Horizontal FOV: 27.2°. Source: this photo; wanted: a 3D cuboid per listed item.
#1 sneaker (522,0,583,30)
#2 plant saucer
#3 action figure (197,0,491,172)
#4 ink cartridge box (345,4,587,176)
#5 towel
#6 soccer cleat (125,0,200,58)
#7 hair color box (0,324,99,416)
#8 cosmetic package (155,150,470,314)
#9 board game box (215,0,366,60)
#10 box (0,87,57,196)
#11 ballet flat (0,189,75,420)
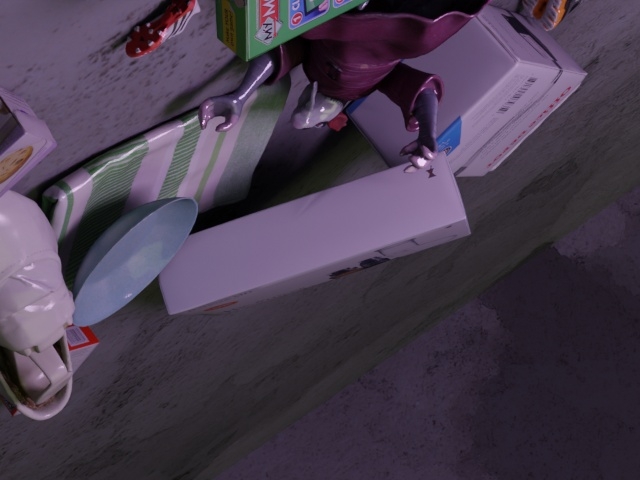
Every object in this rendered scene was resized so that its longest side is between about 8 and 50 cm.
[{"bbox_3d":[0.338,-0.364,1.769,0.083,0.084,0.215,-36,174,-18],"label":"sneaker"},{"bbox_3d":[-0.219,0.014,1.482,0.195,0.037,0.195,-46,168,-12],"label":"plant saucer"},{"bbox_3d":[0.031,-0.226,1.382,0.370,0.248,0.276,130,-25,-69],"label":"action figure"},{"bbox_3d":[0.208,-0.203,1.823,0.223,0.129,0.307,-45,163,22],"label":"ink cartridge box"},{"bbox_3d":[-0.188,-0.057,1.517,0.325,0.038,0.248,-28,161,-32],"label":"towel"},{"bbox_3d":[-0.146,-0.197,1.230,0.083,0.029,0.035,-44,160,2],"label":"soccer cleat"},{"bbox_3d":[-0.361,0.169,1.751,0.141,0.043,0.072,-48,162,28],"label":"hair color box"},{"bbox_3d":[0.000,0.000,1.698,0.377,0.097,0.284,-18,172,7],"label":"cosmetic package"},{"bbox_3d":[0.009,-0.315,1.032,0.213,0.046,0.317,-30,144,-27],"label":"board game box"},{"bbox_3d":[-0.377,-0.008,1.175,0.324,0.063,0.067,-41,164,7],"label":"box"},{"bbox_3d":[-0.310,0.081,1.382,0.139,0.139,0.400,-32,160,-21],"label":"ballet flat"}]
